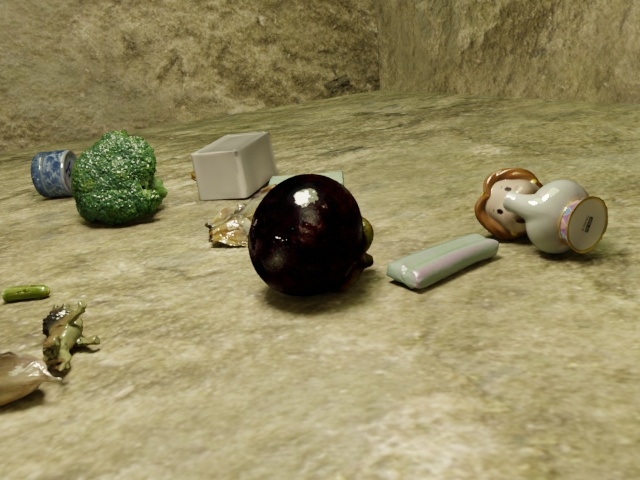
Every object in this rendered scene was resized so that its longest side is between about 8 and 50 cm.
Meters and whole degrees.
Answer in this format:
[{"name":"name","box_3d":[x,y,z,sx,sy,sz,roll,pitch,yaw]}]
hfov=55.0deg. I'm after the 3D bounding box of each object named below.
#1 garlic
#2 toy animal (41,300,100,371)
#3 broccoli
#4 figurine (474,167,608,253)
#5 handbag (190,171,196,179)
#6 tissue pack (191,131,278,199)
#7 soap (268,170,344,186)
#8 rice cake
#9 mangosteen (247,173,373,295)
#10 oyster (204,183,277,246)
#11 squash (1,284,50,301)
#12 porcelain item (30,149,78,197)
[{"name":"garlic","box_3d":[-0.419,0.187,0.819,0.152,0.066,0.084,-15,48,-14]},{"name":"toy animal","box_3d":[-0.373,0.146,0.913,0.086,0.069,0.220,-33,20,-10]},{"name":"broccoli","box_3d":[-0.526,-0.152,1.613,0.269,0.262,0.241,-38,-27,31]},{"name":"figurine","box_3d":[0.403,-0.057,1.166,0.189,0.142,0.263,21,4,-29]},{"name":"handbag","box_3d":[-0.380,-0.217,2.012,0.083,0.027,0.061,-17,23,-22]},{"name":"tissue pack","box_3d":[-0.248,-0.223,1.798,0.159,0.136,0.246,-1,23,20]},{"name":"soap","box_3d":[-0.034,-0.138,1.629,0.198,0.063,0.114,-5,21,3]},{"name":"rice cake","box_3d":[0.224,0.033,1.097,0.221,0.042,0.080,-17,21,-33]},{"name":"mangosteen","box_3d":[0.000,0.000,1.054,0.250,0.211,0.211,18,3,-36]},{"name":"oyster","box_3d":[-0.102,-0.064,1.380,0.354,0.107,0.201,-2,23,11]},{"name":"squash","box_3d":[-0.549,0.097,1.152,0.083,0.027,0.027,-6,19,-4]},{"name":"porcelain item","box_3d":[-0.829,-0.208,1.931,0.114,0.147,0.147,-5,19,3]}]
